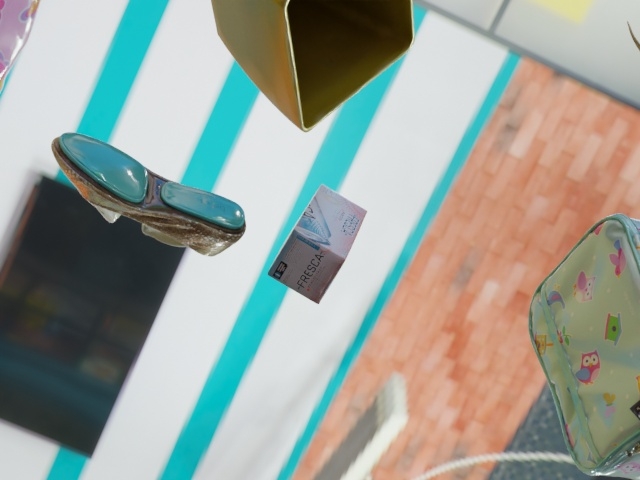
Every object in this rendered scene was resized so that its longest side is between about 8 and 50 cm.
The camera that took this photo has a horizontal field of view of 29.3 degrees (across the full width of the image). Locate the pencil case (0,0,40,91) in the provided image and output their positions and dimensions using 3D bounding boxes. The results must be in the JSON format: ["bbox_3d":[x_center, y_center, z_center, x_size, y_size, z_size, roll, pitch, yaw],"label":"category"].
[{"bbox_3d":[-0.303,-0.159,0.991,0.124,0.124,0.284,178,-68,-80],"label":"pencil case"}]

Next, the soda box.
[{"bbox_3d":[0.000,0.000,1.275,0.058,0.063,0.183,-59,-179,19],"label":"soda box"}]

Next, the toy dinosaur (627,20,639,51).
[{"bbox_3d":[0.470,-0.220,1.641,0.053,0.183,0.092,-50,177,9],"label":"toy dinosaur"}]

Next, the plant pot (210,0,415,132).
[{"bbox_3d":[-0.026,-0.302,1.518,0.212,0.187,0.212,-41,147,-25],"label":"plant pot"}]

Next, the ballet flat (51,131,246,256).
[{"bbox_3d":[-0.174,-0.035,1.193,0.067,0.206,0.073,-52,-161,37],"label":"ballet flat"}]

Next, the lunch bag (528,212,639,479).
[{"bbox_3d":[0.348,0.129,1.406,0.224,0.108,0.279,-51,-144,40],"label":"lunch bag"}]
